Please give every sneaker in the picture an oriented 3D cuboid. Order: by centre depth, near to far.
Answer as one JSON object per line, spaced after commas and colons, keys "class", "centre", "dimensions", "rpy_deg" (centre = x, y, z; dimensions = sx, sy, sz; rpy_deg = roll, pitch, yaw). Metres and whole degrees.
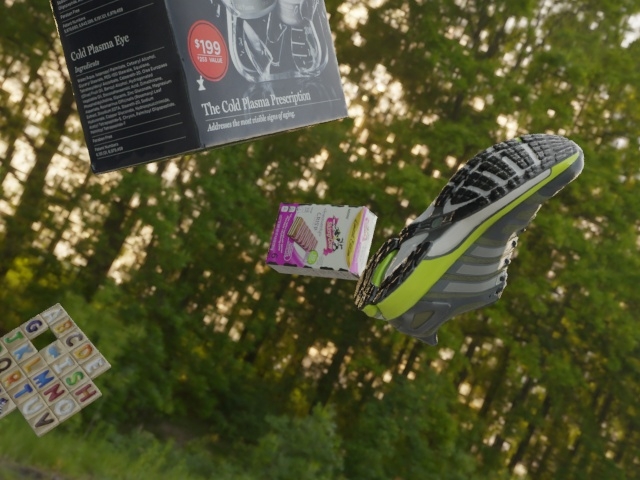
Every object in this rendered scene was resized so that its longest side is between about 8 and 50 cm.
{"class": "sneaker", "centre": [0.179, 0.000, 0.955], "dimensions": [0.121, 0.300, 0.111], "rpy_deg": [40, 18, -27]}

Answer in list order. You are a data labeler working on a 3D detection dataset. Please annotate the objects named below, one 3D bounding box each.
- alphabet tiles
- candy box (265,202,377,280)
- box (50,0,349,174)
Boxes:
{"class": "alphabet tiles", "centre": [-0.479, 0.224, 1.428], "dimensions": [0.237, 0.198, 0.009], "rpy_deg": [38, -29, 36]}
{"class": "candy box", "centre": [0.000, 0.000, 1.940], "dimensions": [0.233, 0.159, 0.071], "rpy_deg": [4, -18, 31]}
{"class": "box", "centre": [-0.147, -0.273, 1.062], "dimensions": [0.178, 0.313, 0.343], "rpy_deg": [-9, 9, 33]}
